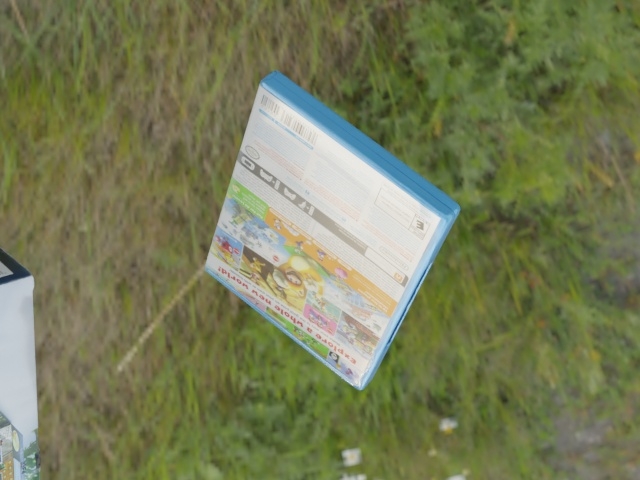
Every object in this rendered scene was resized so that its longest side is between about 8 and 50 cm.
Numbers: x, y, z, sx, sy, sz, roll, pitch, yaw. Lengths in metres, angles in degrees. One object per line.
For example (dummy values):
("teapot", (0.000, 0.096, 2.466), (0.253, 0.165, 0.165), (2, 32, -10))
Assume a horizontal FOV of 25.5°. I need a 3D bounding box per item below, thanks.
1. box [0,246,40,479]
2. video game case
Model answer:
("box", (-0.210, 0.101, 0.489), (0.233, 0.044, 0.159), (-17, 124, -35))
("video game case", (0.000, 0.000, 0.758), (0.119, 0.015, 0.166), (37, 142, 12))
